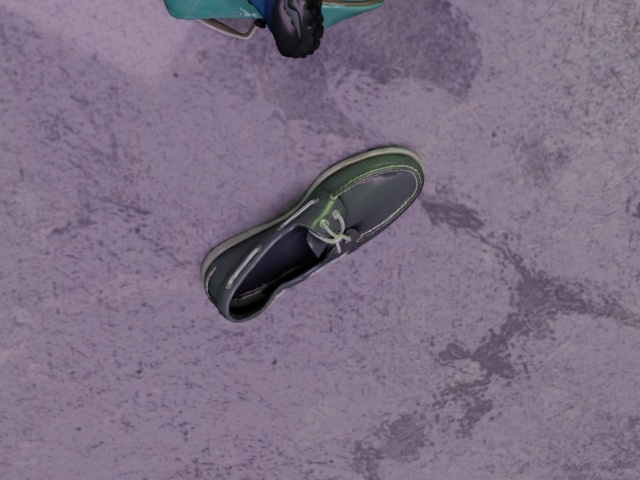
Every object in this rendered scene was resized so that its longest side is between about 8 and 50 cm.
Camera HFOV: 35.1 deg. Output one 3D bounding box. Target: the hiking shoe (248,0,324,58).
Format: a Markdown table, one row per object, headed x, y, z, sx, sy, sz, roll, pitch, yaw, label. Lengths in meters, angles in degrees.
| x | y | z | sx | sy | sz | roll | pitch | yaw | label |
| --- | --- | --- | --- | --- | --- | --- | --- | --- | --- |
| -0.099 | -0.312 | 1.025 | 0.132 | 0.113 | 0.304 | -26 | 92 | 15 | hiking shoe |

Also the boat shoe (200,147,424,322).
| x | y | z | sx | sy | sz | roll | pitch | yaw | label |
| --- | --- | --- | --- | --- | --- | --- | --- | --- | --- |
| 0.000 | 0.000 | 1.262 | 0.319 | 0.099 | 0.116 | -30 | 122 | 2 | boat shoe |

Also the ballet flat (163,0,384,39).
| x | y | z | sx | sy | sz | roll | pitch | yaw | label |
| --- | --- | --- | --- | --- | --- | --- | --- | --- | --- |
| -0.056 | -0.263 | 1.117 | 0.247 | 0.083 | 0.087 | 4 | 131 | -14 | ballet flat |
